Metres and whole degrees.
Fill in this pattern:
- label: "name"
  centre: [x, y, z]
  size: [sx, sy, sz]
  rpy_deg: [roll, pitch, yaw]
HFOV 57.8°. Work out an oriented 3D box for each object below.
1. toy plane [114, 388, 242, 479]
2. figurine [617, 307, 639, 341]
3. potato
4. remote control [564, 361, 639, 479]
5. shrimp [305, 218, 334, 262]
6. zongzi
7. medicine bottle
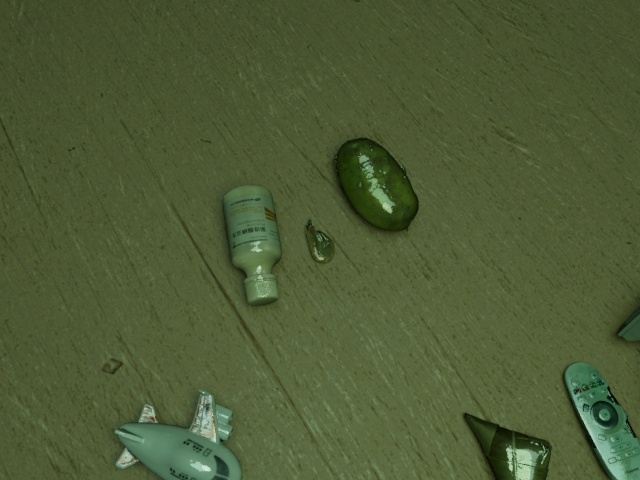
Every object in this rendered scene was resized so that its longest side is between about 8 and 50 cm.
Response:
- label: "toy plane"
  centre: [-0.266, 0.406, 1.094]
  size: [0.252, 0.118, 0.252]
  rpy_deg: [1, 72, -4]
- label: "figurine"
  centre: [0.800, 0.214, 1.193]
  size: [0.285, 0.167, 0.342]
  rpy_deg: [41, 93, 20]
- label: "potato"
  centre: [0.127, -0.123, 1.314]
  size: [0.149, 0.113, 0.251]
  rpy_deg: [-31, 83, -21]
- label: "remote control"
  centre: [0.581, 0.374, 1.186]
  size: [0.097, 0.045, 0.256]
  rpy_deg: [-13, 68, -9]
- label: "shrimp"
  centre: [0.000, 0.000, 1.308]
  size: [0.059, 0.023, 0.108]
  rpy_deg: [-8, 70, -16]
- label: "zongzi"
  centre: [0.350, 0.444, 1.135]
  size: [0.176, 0.078, 0.160]
  rpy_deg: [16, 70, 14]
- label: "medicine bottle"
  centre: [-0.142, 0.012, 1.246]
  size: [0.114, 0.114, 0.252]
  rpy_deg: [-9, 71, -6]
